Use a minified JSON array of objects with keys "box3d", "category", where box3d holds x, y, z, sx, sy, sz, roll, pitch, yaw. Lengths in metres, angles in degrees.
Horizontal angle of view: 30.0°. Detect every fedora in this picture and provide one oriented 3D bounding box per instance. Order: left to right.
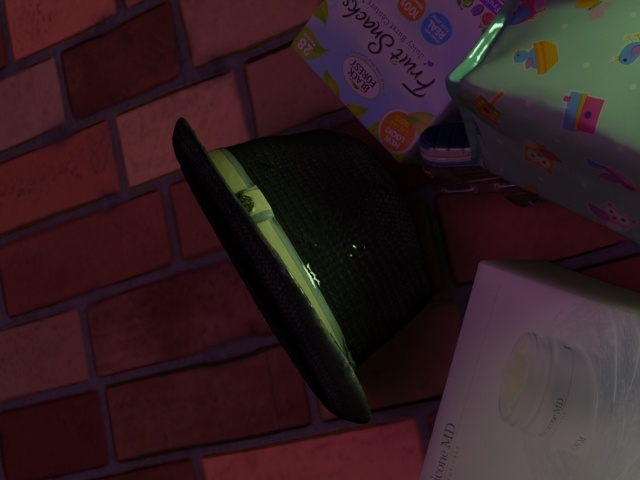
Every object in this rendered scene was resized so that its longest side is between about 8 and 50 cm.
[{"box3d":[0.000,0.000,1.101,0.152,0.334,0.334,-30,70,-7],"category":"fedora"}]

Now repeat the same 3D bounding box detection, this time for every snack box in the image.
[{"box3d":[0.097,-0.201,1.110,0.174,0.070,0.207,49,115,24],"category":"snack box"}]

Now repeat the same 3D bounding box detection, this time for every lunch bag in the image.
[{"box3d":[0.264,-0.145,0.942,0.223,0.160,0.262,28,70,31],"category":"lunch bag"}]

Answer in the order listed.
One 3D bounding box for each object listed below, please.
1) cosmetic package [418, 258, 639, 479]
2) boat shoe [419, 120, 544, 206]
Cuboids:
[{"box3d":[0.223,0.153,0.982,0.224,0.138,0.224,20,100,34],"category":"cosmetic package"},{"box3d":[0.181,-0.068,1.056,0.183,0.066,0.066,4,128,18],"category":"boat shoe"}]
